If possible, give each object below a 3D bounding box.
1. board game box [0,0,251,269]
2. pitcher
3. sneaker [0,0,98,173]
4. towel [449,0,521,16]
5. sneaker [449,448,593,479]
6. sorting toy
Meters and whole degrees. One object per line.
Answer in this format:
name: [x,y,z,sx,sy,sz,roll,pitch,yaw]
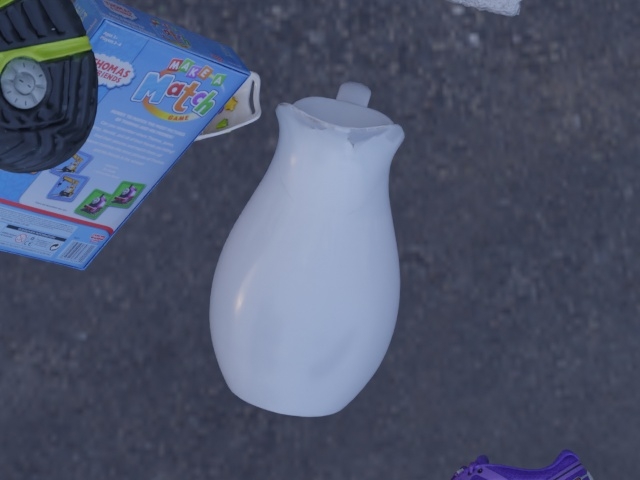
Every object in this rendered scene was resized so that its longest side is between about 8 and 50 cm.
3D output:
board game box: [-0.172,-0.075,1.357,0.211,0.039,0.160,-47,146,20]
pitcher: [0.000,0.000,1.258,0.126,0.178,0.207,13,106,6]
sneaker: [-0.313,-0.172,1.190,0.385,0.145,0.147,34,164,-15]
towel: [0.135,-0.363,1.737,0.187,0.282,0.049,15,175,-1]
sneaker: [0.089,0.173,1.160,0.170,0.071,0.068,-14,157,1]
sorting toy: [-0.096,-0.144,1.935,0.075,0.083,0.045,-9,164,28]
